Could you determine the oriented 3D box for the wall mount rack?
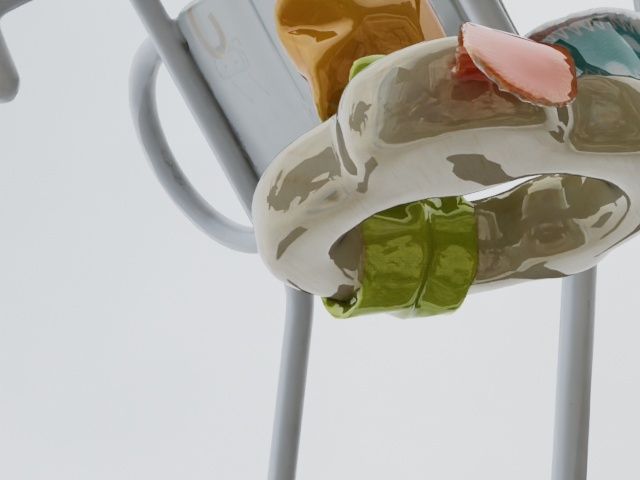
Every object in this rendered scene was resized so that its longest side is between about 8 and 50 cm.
[{"bbox_3d":[0.000,0.000,0.763,0.130,0.350,0.304,-31,-84,-33],"label":"wall mount rack"}]

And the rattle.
[{"bbox_3d":[0.040,-0.063,0.541,0.130,0.200,0.143,5,-110,6],"label":"rattle"}]
